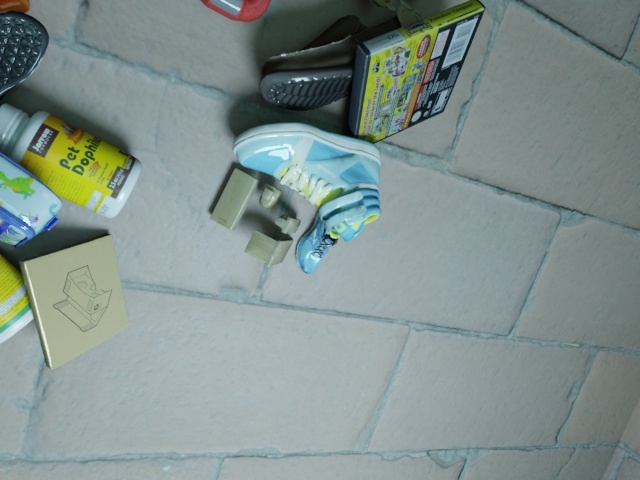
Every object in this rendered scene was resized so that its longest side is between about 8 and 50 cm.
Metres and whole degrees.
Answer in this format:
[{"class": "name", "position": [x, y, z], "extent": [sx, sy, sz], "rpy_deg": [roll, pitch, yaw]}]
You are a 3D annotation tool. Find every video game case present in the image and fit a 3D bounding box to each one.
[{"class": "video game case", "position": [0.170, -0.308, 0.887], "extent": [0.248, 0.035, 0.275], "rpy_deg": [-27, 159, -13]}]

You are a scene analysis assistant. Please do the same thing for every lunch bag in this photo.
[{"class": "lunch bag", "position": [-0.493, -0.068, 0.677], "extent": [0.176, 0.219, 0.090], "rpy_deg": [44, 60, -29]}]

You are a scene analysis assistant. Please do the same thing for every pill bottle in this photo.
[{"class": "pill bottle", "position": [-0.420, -0.131, 0.746], "extent": [0.215, 0.117, 0.117], "rpy_deg": [28, 95, -28]}, {"class": "pill bottle", "position": [-0.576, 0.064, 0.744], "extent": [0.118, 0.117, 0.208], "rpy_deg": [-37, 117, -8]}]

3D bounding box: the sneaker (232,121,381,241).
[{"class": "sneaker", "position": [-0.009, -0.102, 0.875], "extent": [0.319, 0.127, 0.208], "rpy_deg": [3, 71, -25]}]

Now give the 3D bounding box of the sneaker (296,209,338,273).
[{"class": "sneaker", "position": [0.000, 0.000, 0.990], "extent": [0.063, 0.073, 0.162], "rpy_deg": [21, 98, -27]}]

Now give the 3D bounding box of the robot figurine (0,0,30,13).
[{"class": "robot figurine", "position": [-0.534, -0.341, 0.625], "extent": [0.219, 0.158, 0.128], "rpy_deg": [-22, 98, -15]}]

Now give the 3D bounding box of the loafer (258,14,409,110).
[{"class": "loafer", "position": [0.038, -0.354, 0.880], "extent": [0.366, 0.134, 0.130], "rpy_deg": [-21, 87, -26]}]

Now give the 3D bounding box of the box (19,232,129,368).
[{"class": "box", "position": [-0.433, 0.104, 0.818], "extent": [0.164, 0.021, 0.201], "rpy_deg": [-31, 123, -55]}]

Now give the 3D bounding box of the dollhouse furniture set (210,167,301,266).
[{"class": "dollhouse furniture set", "position": [-0.126, -0.047, 0.949], "extent": [0.151, 0.123, 0.144], "rpy_deg": [28, 95, 7]}]

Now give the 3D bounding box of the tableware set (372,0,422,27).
[{"class": "tableware set", "position": [0.149, -0.483, 0.881], "extent": [0.141, 0.020, 0.168], "rpy_deg": [17, 64, -24]}]

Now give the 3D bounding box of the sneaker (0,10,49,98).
[{"class": "sneaker", "position": [-0.495, -0.255, 0.669], "extent": [0.235, 0.097, 0.084], "rpy_deg": [-36, 130, 12]}]

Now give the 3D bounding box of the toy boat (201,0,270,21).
[{"class": "toy boat", "position": [-0.117, -0.487, 0.735], "extent": [0.151, 0.151, 0.231], "rpy_deg": [16, 102, -29]}]
